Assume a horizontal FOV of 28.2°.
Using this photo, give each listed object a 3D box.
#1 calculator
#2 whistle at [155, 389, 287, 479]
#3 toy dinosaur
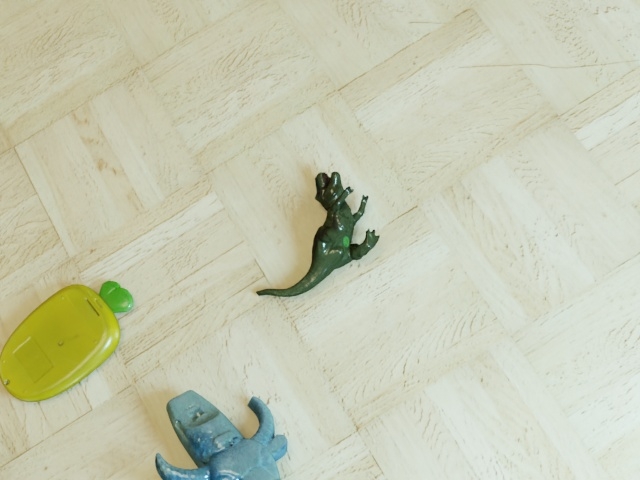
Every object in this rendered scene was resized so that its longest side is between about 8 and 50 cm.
[{"bbox_3d":[-0.387,0.147,1.937,0.235,0.032,0.146,-42,62,-4],"label":"calculator"},{"bbox_3d":[-0.122,0.305,1.757,0.180,0.093,0.269,-30,58,-27],"label":"whistle"},{"bbox_3d":[0.000,0.000,1.909,0.179,0.087,0.187,-33,36,40],"label":"toy dinosaur"}]
